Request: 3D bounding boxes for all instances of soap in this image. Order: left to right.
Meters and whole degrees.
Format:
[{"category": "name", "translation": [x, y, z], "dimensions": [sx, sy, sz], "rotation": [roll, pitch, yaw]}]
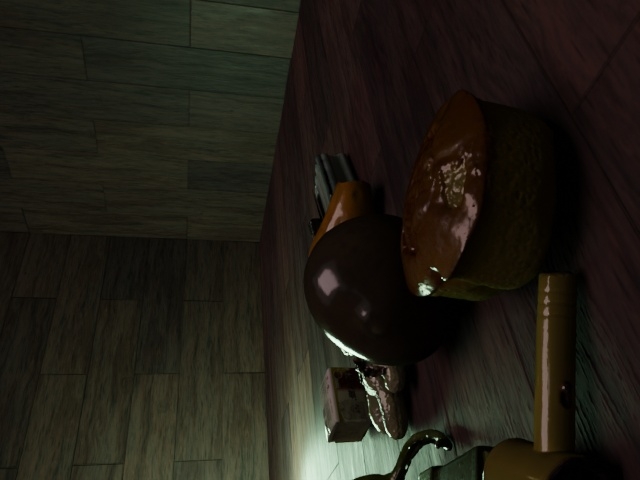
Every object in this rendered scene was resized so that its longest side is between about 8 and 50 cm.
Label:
[{"category": "soap", "translation": [0.047, -0.131, 1.571], "dimensions": [0.261, 0.094, 0.150], "rotation": [-105, 14, -52]}]

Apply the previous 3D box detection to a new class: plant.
[{"category": "plant", "translation": [0.153, 0.471, 1.030], "dimensions": [0.333, 0.180, 0.251], "rotation": [-52, 11, 7]}]

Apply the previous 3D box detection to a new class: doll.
[{"category": "doll", "translation": [0.107, 0.260, 1.129], "dimensions": [0.175, 0.149, 0.277], "rotation": [-21, 77, 42]}]

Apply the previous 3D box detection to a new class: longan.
[{"category": "longan", "translation": [0.096, 0.079, 0.927], "dimensions": [0.258, 0.258, 0.257], "rotation": [-178, 90, -78]}]

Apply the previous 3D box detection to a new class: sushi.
[{"category": "sushi", "translation": [0.000, 0.000, 1.627], "dimensions": [0.219, 0.047, 0.231], "rotation": [-104, -5, -53]}]

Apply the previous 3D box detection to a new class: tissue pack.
[{"category": "tissue pack", "translation": [0.061, 0.401, 1.364], "dimensions": [0.148, 0.099, 0.106], "rotation": [-100, 19, -46]}]

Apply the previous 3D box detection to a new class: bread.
[{"category": "bread", "translation": [0.186, -0.049, 0.718], "dimensions": [0.270, 0.148, 0.269], "rotation": [-170, 90, -83]}]

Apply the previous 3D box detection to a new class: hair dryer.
[{"category": "hair dryer", "translation": [0.250, 0.173, 0.613], "dimensions": [0.135, 0.090, 0.278], "rotation": [136, 142, -76]}]

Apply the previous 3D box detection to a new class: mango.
[{"category": "mango", "translation": [0.053, 0.011, 1.381], "dimensions": [0.187, 0.144, 0.359], "rotation": [-106, 25, -49]}]

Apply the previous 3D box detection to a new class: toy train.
[{"category": "toy train", "translation": [0.200, 0.360, 0.751], "dimensions": [0.225, 0.090, 0.137], "rotation": [116, 169, -51]}]
